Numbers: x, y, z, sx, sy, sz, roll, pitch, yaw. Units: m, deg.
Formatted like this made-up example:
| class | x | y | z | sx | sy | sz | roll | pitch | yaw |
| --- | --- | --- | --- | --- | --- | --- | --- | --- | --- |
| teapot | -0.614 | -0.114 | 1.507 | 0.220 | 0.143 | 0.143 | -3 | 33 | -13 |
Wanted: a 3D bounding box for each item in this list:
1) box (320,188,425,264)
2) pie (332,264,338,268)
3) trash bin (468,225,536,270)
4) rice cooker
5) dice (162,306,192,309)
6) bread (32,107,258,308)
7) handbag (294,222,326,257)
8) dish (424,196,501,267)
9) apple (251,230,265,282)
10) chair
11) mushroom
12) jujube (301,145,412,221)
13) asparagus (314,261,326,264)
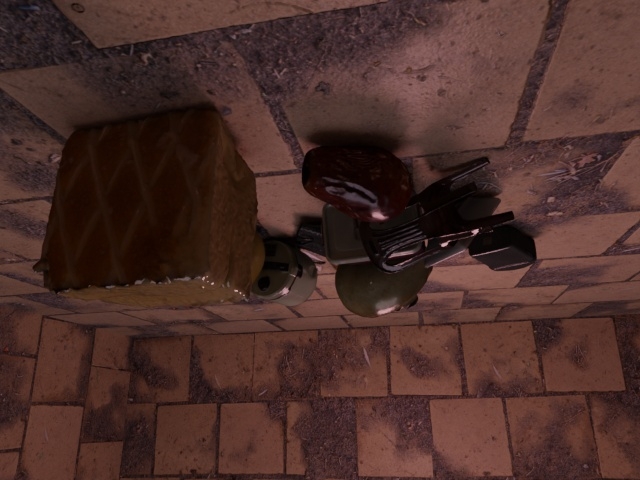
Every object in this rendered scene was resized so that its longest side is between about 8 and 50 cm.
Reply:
| class | x | y | z | sx | sy | sz | roll | pitch | yaw |
| --- | --- | --- | --- | --- | --- | --- | --- | --- | --- |
| box | 0.163 | -0.029 | 1.434 | 0.294 | 0.193 | 0.167 | -9 | 167 | 21 |
| pie | 0.132 | 0.082 | 1.946 | 0.195 | 0.046 | 0.195 | -2 | 160 | -1 |
| trash bin | 0.650 | 0.032 | 1.755 | 0.177 | 0.101 | 0.236 | -16 | 153 | 41 |
| rice cooker | -0.145 | 0.116 | 1.767 | 0.226 | 0.225 | 0.244 | -12 | 161 | 29 |
| dice | -0.564 | 0.166 | 1.937 | 0.192 | 0.193 | 0.193 | -8 | 158 | 23 |
| bread | -0.346 | -0.048 | 1.057 | 0.372 | 0.389 | 0.279 | -8 | 155 | 15 |
| handbag | 0.000 | 0.000 | 1.666 | 0.176 | 0.088 | 0.270 | 11 | 164 | -1 |
| dish | 0.387 | -0.043 | 1.416 | 0.080 | 0.243 | 0.182 | 47 | 146 | -4 |
| apple | -0.303 | 0.059 | 1.570 | 0.263 | 0.262 | 0.262 | -1 | 161 | 0 |
| chair | 0.283 | -0.051 | 1.245 | 0.327 | 0.175 | 0.183 | -21 | -172 | 37 |
| mushroom | 0.211 | 0.117 | 1.644 | 0.353 | 0.260 | 0.352 | -26 | -166 | 7 |
| jujube | 0.083 | -0.135 | 1.136 | 0.256 | 0.189 | 0.190 | 8 | 159 | -20 |
| asparagus | -0.053 | 0.087 | 1.997 | 0.163 | 0.016 | 0.016 | 8 | 140 | -22 |
